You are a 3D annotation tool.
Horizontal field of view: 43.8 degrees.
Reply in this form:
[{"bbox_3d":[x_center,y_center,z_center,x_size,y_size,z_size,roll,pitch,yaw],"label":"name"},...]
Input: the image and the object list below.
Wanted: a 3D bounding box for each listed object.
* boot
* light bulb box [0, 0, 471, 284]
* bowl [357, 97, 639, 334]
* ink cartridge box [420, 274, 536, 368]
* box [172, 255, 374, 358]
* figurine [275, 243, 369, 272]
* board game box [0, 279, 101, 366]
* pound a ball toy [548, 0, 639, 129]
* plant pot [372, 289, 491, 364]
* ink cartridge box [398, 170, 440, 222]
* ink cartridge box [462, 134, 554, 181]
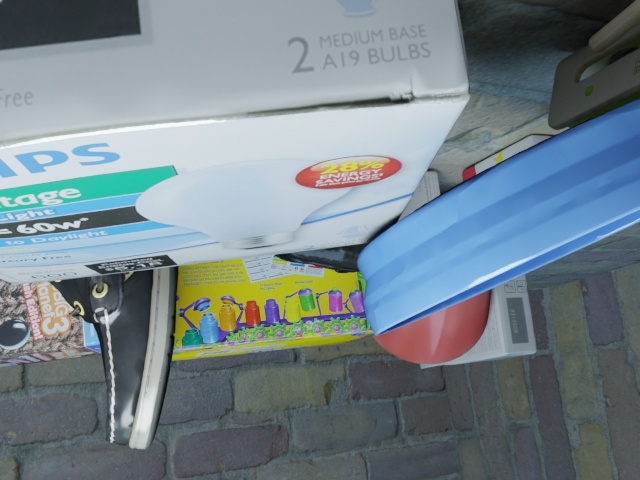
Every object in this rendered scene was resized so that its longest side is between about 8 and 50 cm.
[{"bbox_3d":[-0.285,0.016,0.787,0.284,0.377,0.138,0,176,-12],"label":"boot"},{"bbox_3d":[-0.114,-0.120,0.564,0.357,0.225,0.361,-7,170,-2],"label":"light bulb box"},{"bbox_3d":[0.211,-0.027,0.717,0.391,0.077,0.391,-24,171,-4],"label":"bowl"},{"bbox_3d":[0.330,0.126,1.821,0.091,0.308,0.385,-2,167,-21],"label":"ink cartridge box"},{"bbox_3d":[-0.089,0.000,1.022,0.290,0.279,0.177,-2,168,-20],"label":"box"},{"bbox_3d":[-0.042,-0.076,0.870,0.209,0.215,0.092,5,170,-38],"label":"figurine"},{"bbox_3d":[-0.480,0.074,1.248,0.291,0.232,0.141,-7,168,-5],"label":"board game box"},{"bbox_3d":[0.348,-0.206,0.759,0.208,0.136,0.319,24,157,-18],"label":"pound a ball toy"},{"bbox_3d":[0.219,0.066,1.551,0.274,0.275,0.243,-6,145,-7],"label":"plant pot"},{"bbox_3d":[0.090,-0.033,1.271,0.217,0.159,0.092,0,168,-33],"label":"ink cartridge box"},{"bbox_3d":[0.339,-0.080,1.278,0.128,0.127,0.176,-1,166,-27],"label":"ink cartridge box"}]
